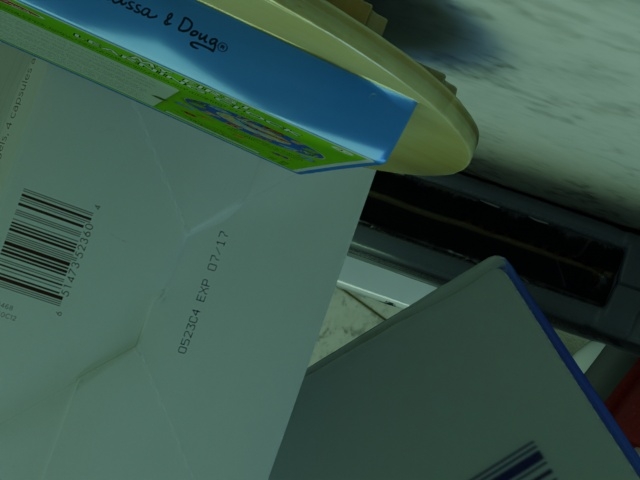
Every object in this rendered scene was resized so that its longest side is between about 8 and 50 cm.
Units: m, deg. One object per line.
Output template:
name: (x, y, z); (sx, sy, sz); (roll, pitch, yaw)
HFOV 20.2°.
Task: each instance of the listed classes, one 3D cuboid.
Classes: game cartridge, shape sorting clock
game cartridge: (0.070, 0.000, 0.939); (0.294, 0.060, 0.196); (19, 174, 12)
shape sorting clock: (-0.050, -0.066, 0.520); (0.206, 0.040, 0.206); (23, 177, 1)

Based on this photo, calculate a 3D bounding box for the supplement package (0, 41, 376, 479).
supplement package: (-0.107, 0.005, 0.744); (0.149, 0.194, 0.203); (22, 176, -30)

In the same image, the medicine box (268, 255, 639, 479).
medicine box: (0.105, 0.187, 0.843); (0.263, 0.149, 0.289); (58, 180, 22)

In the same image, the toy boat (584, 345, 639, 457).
toy boat: (0.259, 0.108, 1.195); (0.231, 0.151, 0.151); (17, 148, 44)

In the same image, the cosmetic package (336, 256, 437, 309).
cosmetic package: (0.000, 0.000, 1.401); (0.239, 0.060, 0.099); (20, 177, -5)

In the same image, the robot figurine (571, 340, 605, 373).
robot figurine: (0.319, 0.190, 1.451); (0.353, 0.199, 0.300); (19, -165, 1)
